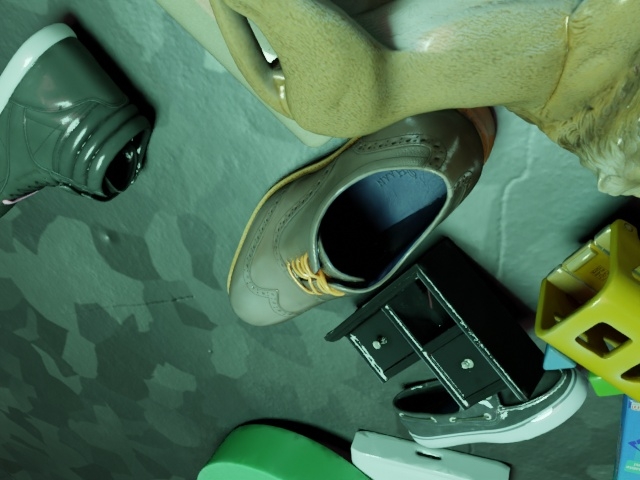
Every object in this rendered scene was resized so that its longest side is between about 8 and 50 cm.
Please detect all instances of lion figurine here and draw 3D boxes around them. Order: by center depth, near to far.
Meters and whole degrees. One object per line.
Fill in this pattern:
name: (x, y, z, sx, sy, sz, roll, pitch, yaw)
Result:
lion figurine: (0.094, -0.125, 0.387, 0.392, 0.142, 0.240, 2, 144, 0)

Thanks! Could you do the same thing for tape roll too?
tape roll: (-0.033, 0.415, 0.927, 0.321, 0.077, 0.321, 19, 132, 22)

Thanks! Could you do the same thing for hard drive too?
hard drive: (0.151, 0.404, 0.894, 0.203, 0.040, 0.307, 8, 128, 18)

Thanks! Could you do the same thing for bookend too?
bookend: (0.112, 0.109, 0.632, 0.156, 0.072, 0.157, 52, 131, 6)

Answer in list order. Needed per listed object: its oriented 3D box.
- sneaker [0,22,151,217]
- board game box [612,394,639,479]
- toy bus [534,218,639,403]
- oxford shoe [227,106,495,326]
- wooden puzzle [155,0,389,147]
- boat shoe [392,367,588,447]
sneaker: (-0.291, -0.073, 0.672, 0.147, 0.104, 0.296, 44, 126, -6)
board game box: (0.398, 0.230, 0.649, 0.160, 0.047, 0.210, 2, 127, 22)
toy bus: (0.269, 0.082, 0.484, 0.202, 0.104, 0.191, -2, 126, 28)
oxford shoe: (0.000, 0.000, 0.585, 0.130, 0.132, 0.364, 38, 131, -9)
wooden puzzle: (-0.025, -0.257, 0.433, 0.322, 0.080, 0.348, 42, 130, -12)
boat shoe: (0.173, 0.170, 0.687, 0.076, 0.080, 0.228, 46, 137, -16)
